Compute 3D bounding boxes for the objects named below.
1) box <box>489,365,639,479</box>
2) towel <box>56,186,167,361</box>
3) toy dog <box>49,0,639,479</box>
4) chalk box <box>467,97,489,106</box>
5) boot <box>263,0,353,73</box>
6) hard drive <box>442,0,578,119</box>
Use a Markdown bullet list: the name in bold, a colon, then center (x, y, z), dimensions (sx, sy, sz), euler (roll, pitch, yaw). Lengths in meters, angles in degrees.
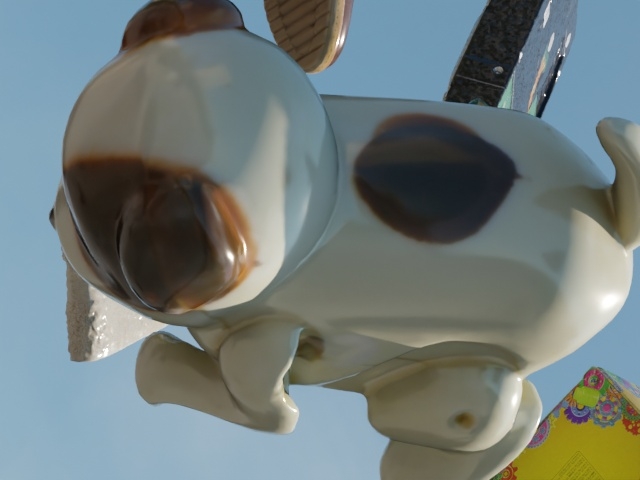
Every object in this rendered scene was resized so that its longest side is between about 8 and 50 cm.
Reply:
- **box**: center (0.269, 0.303, 1.674), dimensions (0.290, 0.279, 0.177), euler (-51, -131, 13)
- **towel**: center (-0.197, 0.007, 1.967), dimensions (0.049, 0.282, 0.187), euler (-1, -80, 22)
- **toy dog**: center (0.000, 0.000, 1.322), dimensions (0.395, 0.408, 0.284), euler (-22, -125, 49)
- **chalk box**: center (0.120, 0.051, 1.747), dimensions (0.180, 0.179, 0.289), euler (38, -47, 11)
- **boot**: center (0.048, -0.245, 1.624), dimensions (0.090, 0.207, 0.248), euler (-14, -109, 41)
- **hard drive**: center (0.205, -0.184, 2.012), dimensions (0.064, 0.339, 0.237), euler (16, -33, 14)
